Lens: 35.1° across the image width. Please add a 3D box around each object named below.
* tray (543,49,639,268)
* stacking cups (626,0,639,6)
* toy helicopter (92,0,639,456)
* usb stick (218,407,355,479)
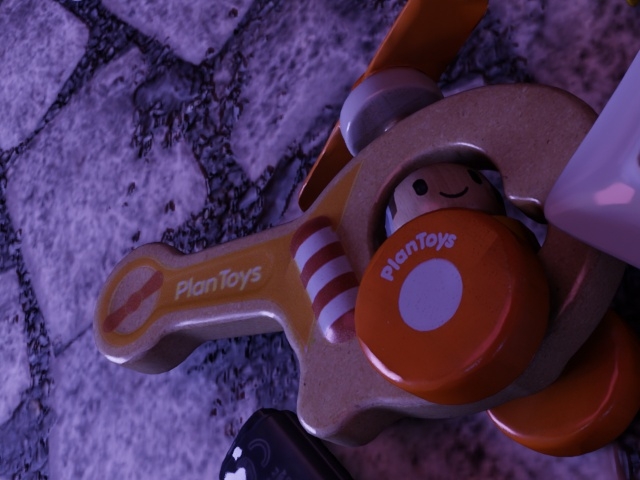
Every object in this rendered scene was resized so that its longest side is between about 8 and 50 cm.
[{"bbox_3d":[0.236,-0.011,0.379,0.270,0.030,0.145,28,73,22],"label":"tray"},{"bbox_3d":[0.272,-0.239,0.495,0.316,0.096,0.096,-30,55,22],"label":"stacking cups"},{"bbox_3d":[0.000,0.000,0.568,0.355,0.140,0.235,-14,61,36],"label":"toy helicopter"},{"bbox_3d":[0.034,0.193,0.511,0.278,0.045,0.077,43,112,41],"label":"usb stick"}]
